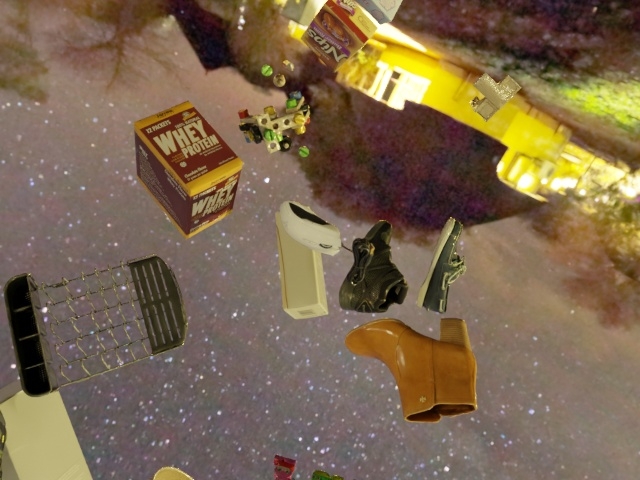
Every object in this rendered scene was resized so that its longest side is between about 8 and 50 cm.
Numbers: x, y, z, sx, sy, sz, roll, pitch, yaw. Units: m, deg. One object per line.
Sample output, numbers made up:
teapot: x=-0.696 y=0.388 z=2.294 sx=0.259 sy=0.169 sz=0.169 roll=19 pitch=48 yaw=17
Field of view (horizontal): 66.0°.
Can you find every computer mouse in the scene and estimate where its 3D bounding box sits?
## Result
computer mouse: x=0.000 y=0.000 z=0.865 sx=0.193 sy=0.106 sz=0.042 roll=31 pitch=-128 yaw=11

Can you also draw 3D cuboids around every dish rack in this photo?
dish rack: x=-0.379 y=0.133 z=0.862 sx=0.271 sy=0.074 sz=0.208 roll=-16 pitch=-106 yaw=-18

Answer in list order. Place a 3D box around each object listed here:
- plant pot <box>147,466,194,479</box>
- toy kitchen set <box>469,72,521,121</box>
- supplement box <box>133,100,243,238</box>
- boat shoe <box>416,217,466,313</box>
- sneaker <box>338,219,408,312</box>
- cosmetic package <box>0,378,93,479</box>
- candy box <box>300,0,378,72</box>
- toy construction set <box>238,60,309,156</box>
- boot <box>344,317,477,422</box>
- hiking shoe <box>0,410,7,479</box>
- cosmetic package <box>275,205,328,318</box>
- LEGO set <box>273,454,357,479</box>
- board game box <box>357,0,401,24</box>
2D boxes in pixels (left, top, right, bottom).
plant pot: x=-0.323 y=0.646 z=1.002 sx=0.284 sy=0.191 sz=0.284 roll=51 pitch=175 yaw=6
toy kitchen set: x=0.315 y=-0.284 z=0.928 sx=0.068 sy=0.083 sz=0.075 roll=38 pitch=-153 yaw=-11
supplement box: x=-0.283 y=-0.146 z=1.046 sx=0.129 sy=0.194 sz=0.191 roll=-35 pitch=-104 yaw=-30
boat shoe: x=0.283 y=0.066 z=1.113 sx=0.079 sy=0.255 sz=0.095 roll=20 pitch=-147 yaw=15
sneaker: x=0.136 y=0.058 z=1.027 sx=0.130 sy=0.087 sz=0.228 roll=11 pitch=-129 yaw=22
cosmetic package: x=-0.502 y=0.367 z=0.849 sx=0.238 sy=0.107 sz=0.127 roll=72 pitch=-159 yaw=-5
candy box: x=0.034 y=-0.430 z=1.027 sx=0.109 sy=0.053 sz=0.186 roll=41 pitch=172 yaw=-14
toy construction set: x=-0.133 y=-0.422 z=1.609 sx=0.257 sy=0.309 sz=0.237 roll=4 pitch=-159 yaw=-14
boot: x=0.173 y=0.271 z=1.027 sx=0.104 sy=0.295 sz=0.211 roll=58 pitch=-149 yaw=-36
hiking shoe: x=-0.455 y=0.322 z=0.658 sx=0.114 sy=0.227 sz=0.086 roll=24 pitch=-160 yaw=37
cosmetic package: x=-0.057 y=0.071 z=1.519 sx=0.113 sy=0.310 sz=0.160 roll=-10 pitch=158 yaw=7
LEGO set: x=-0.003 y=0.539 z=1.016 sx=0.227 sy=0.087 sz=0.093 roll=12 pitch=-150 yaw=10
board game box: x=0.170 y=-0.912 z=1.537 sx=0.318 sy=0.319 sz=0.066 roll=31 pitch=172 yaw=-33
